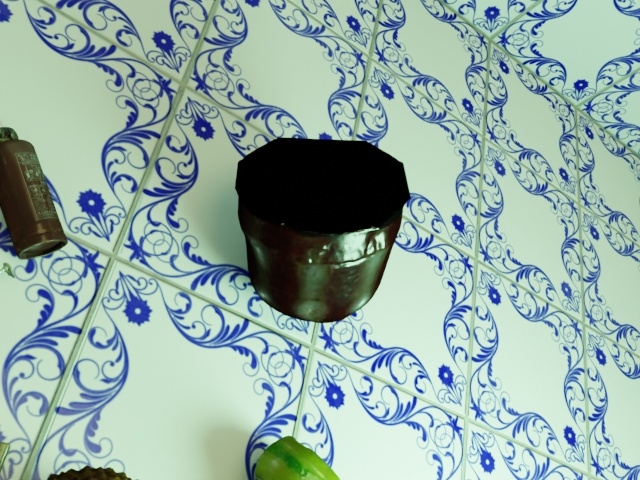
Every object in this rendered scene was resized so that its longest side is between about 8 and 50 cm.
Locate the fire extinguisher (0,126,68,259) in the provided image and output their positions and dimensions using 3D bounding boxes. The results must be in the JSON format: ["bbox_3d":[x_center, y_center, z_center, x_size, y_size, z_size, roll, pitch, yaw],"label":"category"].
[{"bbox_3d":[-0.565,-0.103,1.299,0.105,0.105,0.268,-16,79,-41],"label":"fire extinguisher"}]

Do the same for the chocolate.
[{"bbox_3d":[0.000,0.000,1.518,0.384,0.331,0.383,1,41,-1],"label":"chocolate"}]

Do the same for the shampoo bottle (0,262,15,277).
[{"bbox_3d":[-0.608,0.077,1.192,0.077,0.045,0.152,31,44,25],"label":"shampoo bottle"}]

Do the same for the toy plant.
[{"bbox_3d":[-0.110,0.543,1.302,0.316,0.184,0.224,-41,91,-26],"label":"toy plant"}]

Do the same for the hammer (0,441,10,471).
[{"bbox_3d":[-0.541,0.425,1.106,0.062,0.013,0.198,27,55,-25],"label":"hammer"}]

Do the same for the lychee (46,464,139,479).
[{"bbox_3d":[-0.349,0.485,1.078,0.268,0.267,0.267,17,59,-31],"label":"lychee"}]
